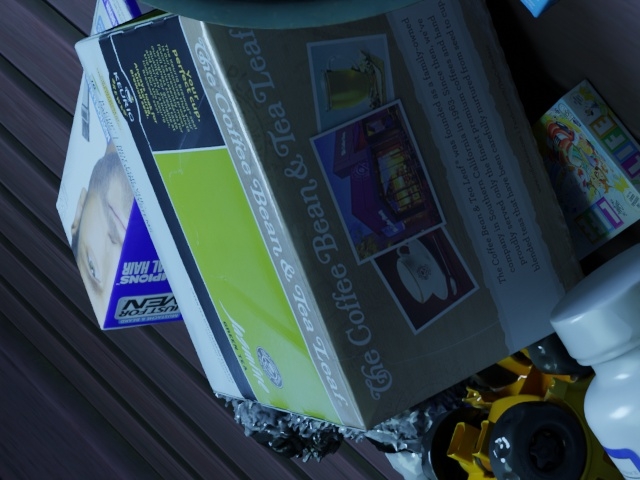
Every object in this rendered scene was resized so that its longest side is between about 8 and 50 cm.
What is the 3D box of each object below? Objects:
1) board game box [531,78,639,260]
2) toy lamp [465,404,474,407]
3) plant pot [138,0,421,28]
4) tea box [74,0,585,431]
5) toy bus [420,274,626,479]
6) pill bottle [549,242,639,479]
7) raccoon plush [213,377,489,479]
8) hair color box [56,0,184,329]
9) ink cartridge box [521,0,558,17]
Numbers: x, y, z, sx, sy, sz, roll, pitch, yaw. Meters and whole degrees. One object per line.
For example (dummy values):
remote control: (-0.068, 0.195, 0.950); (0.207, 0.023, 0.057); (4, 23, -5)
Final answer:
board game box: (0.196, -0.050, 1.355); (0.103, 0.026, 0.154); (51, 162, 4)
toy lamp: (0.236, 0.234, 1.593); (0.274, 0.080, 0.080); (33, 157, 15)
plant pot: (-0.031, -0.285, 0.971); (0.341, 0.341, 0.334); (56, 180, -8)
tea box: (0.000, -0.055, 1.424); (0.323, 0.220, 0.329); (6, 119, 67)
toy bus: (0.215, 0.156, 1.493); (0.211, 0.220, 0.149); (24, 163, -19)
pill bottle: (0.284, 0.134, 1.282); (0.272, 0.152, 0.152); (55, 162, -6)
raccoon plush: (-0.004, 0.040, 1.755); (0.446, 0.216, 0.299); (54, 154, -2)
hair color box: (-0.168, -0.091, 1.783); (0.339, 0.110, 0.185); (107, 147, -45)
ink cartridge box: (0.164, -0.209, 1.016); (0.061, 0.104, 0.181); (50, 162, 7)
